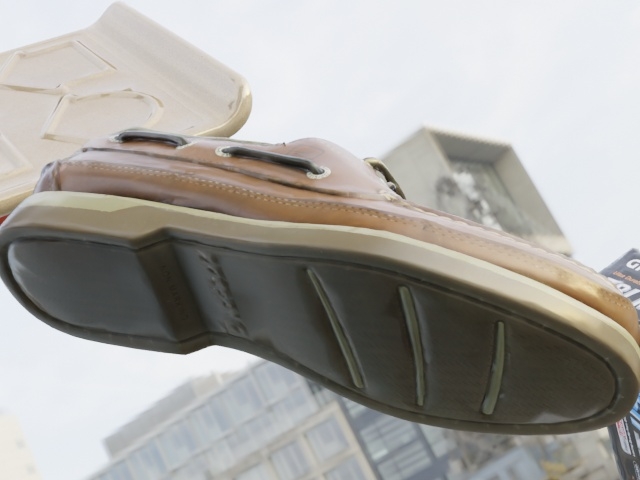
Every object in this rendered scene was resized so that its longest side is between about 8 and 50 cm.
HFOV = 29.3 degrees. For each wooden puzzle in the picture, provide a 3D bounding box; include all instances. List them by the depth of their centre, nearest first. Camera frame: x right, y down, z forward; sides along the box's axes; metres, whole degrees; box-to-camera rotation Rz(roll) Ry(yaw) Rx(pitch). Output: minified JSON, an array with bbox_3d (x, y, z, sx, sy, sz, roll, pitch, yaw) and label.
[{"bbox_3d":[-0.265,-0.081,1.042,0.347,0.322,0.081,-26,-57,-19],"label":"wooden puzzle"}]

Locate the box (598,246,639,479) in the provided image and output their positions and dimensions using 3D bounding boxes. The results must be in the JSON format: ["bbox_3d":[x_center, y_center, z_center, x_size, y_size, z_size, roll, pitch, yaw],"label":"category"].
[{"bbox_3d":[0.313,0.181,0.819,0.073,0.296,0.293,-29,29,-17],"label":"box"}]

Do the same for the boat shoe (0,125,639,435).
[{"bbox_3d":[0.000,0.000,0.561,0.111,0.307,0.104,84,-154,-44],"label":"boat shoe"}]
